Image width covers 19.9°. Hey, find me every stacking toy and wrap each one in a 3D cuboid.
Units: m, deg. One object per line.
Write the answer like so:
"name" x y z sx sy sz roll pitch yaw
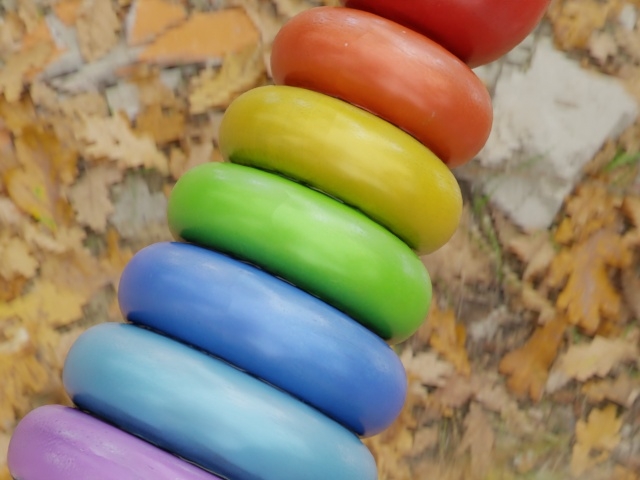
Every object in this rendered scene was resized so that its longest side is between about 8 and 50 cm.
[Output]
"stacking toy" 0.000 0.000 0.678 0.141 0.141 0.330 25 81 10
